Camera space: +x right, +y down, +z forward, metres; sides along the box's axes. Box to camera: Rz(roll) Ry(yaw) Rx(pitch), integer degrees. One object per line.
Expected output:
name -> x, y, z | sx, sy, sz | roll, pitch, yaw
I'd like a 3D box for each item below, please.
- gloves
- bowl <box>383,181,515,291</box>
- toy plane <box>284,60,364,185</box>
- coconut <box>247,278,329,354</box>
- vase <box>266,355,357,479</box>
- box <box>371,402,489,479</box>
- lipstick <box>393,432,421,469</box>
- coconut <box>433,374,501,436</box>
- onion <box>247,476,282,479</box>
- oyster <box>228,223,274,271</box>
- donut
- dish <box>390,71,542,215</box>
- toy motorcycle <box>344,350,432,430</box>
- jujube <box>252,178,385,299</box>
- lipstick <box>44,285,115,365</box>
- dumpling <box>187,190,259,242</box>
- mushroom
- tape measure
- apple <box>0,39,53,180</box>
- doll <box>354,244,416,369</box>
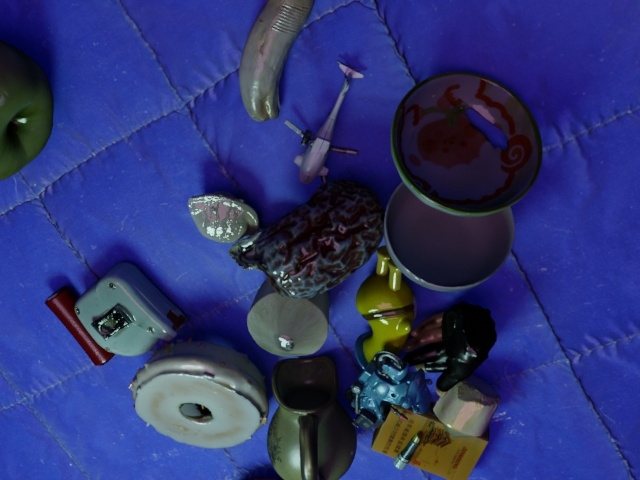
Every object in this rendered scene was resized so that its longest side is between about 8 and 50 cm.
gloves -> 0.315, 0.271, 1.761 | 0.152, 0.197, 0.301 | 10, 152, -36
bowl -> 0.278, -0.014, 1.614 | 0.287, 0.144, 0.287 | 0, 71, -1
toy plane -> 0.024, -0.249, 1.623 | 0.182, 0.107, 0.273 | 39, 112, -13
coconut -> -0.076, 0.191, 1.777 | 0.202, 0.222, 0.202 | 3, 117, 5
vase -> -0.026, 0.498, 1.848 | 0.240, 0.329, 0.302 | -4, 114, 0
box -> 0.293, 0.531, 1.936 | 0.274, 0.076, 0.174 | 21, 118, 2
lipstick -> 0.236, 0.556, 1.899 | 0.037, 0.037, 0.116 | 29, 113, -2
coconut -> 0.369, 0.429, 1.827 | 0.147, 0.147, 0.153 | 26, 104, 0
onion -> -0.169, 0.822, 2.073 | 0.276, 0.276, 0.276 | 5, 115, 10
oyster -> -0.076, 0.028, 1.763 | 0.252, 0.087, 0.199 | -38, 93, 1
donut -> -0.320, 0.412, 1.944 | 0.382, 0.142, 0.383 | 4, 131, 4
dish -> 0.296, -0.189, 1.534 | 0.324, 0.124, 0.324 | 2, 73, -7
toy motorcycle -> 0.170, 0.381, 1.776 | 0.182, 0.123, 0.272 | 35, 135, 3
jujube -> 0.000, 0.000, 1.634 | 0.317, 0.226, 0.226 | -33, 107, -16
lipstick -> -0.667, 0.240, 2.008 | 0.080, 0.080, 0.241 | -29, 106, 22
dumpling -> -0.231, -0.064, 1.765 | 0.150, 0.092, 0.176 | -28, 107, 25
mushroom -> -0.102, -0.428, 1.575 | 0.122, 0.095, 0.351 | 13, 119, -14
tape measure -> -0.520, 0.200, 1.931 | 0.246, 0.125, 0.243 | -37, 102, 23
apple -> -0.804, -0.313, 1.642 | 0.357, 0.357, 0.357 | 5, 115, 10
doll -> 0.157, 0.198, 1.763 | 0.145, 0.199, 0.363 | -9, 121, -22
